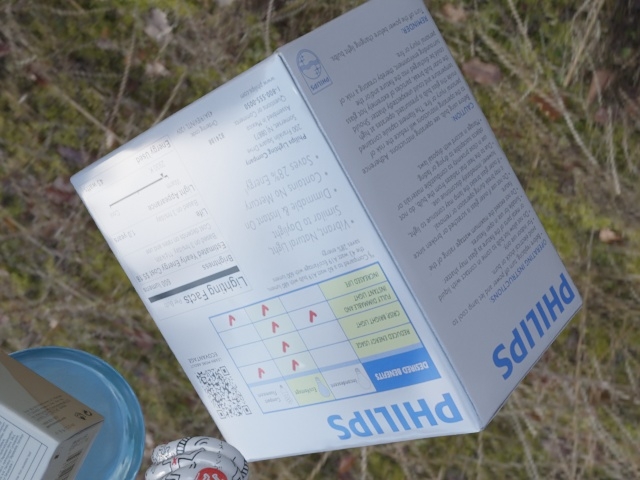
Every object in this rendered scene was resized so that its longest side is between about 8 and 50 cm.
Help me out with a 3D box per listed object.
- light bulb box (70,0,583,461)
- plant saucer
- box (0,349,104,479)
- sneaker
[{"bbox_3d":[0.000,0.000,1.011,0.358,0.225,0.361,-20,103,46],"label":"light bulb box"},{"bbox_3d":[-0.430,0.314,1.563,0.317,0.317,0.044,49,167,-23],"label":"plant saucer"},{"bbox_3d":[-0.441,0.206,1.235,0.311,0.121,0.148,32,102,10],"label":"box"},{"bbox_3d":[-0.138,0.269,0.873,0.090,0.145,0.270,24,138,-12],"label":"sneaker"}]
